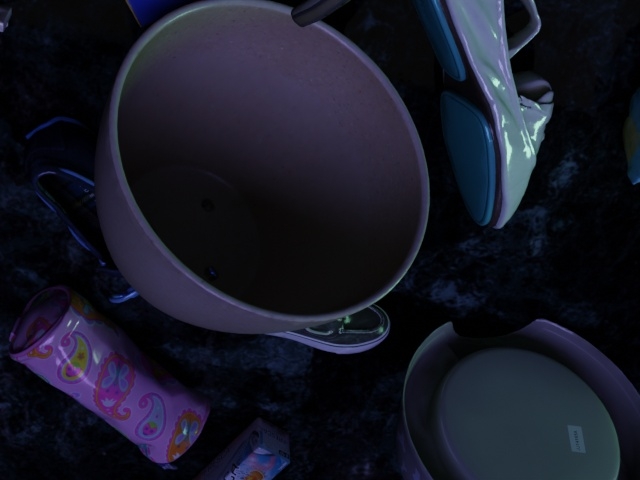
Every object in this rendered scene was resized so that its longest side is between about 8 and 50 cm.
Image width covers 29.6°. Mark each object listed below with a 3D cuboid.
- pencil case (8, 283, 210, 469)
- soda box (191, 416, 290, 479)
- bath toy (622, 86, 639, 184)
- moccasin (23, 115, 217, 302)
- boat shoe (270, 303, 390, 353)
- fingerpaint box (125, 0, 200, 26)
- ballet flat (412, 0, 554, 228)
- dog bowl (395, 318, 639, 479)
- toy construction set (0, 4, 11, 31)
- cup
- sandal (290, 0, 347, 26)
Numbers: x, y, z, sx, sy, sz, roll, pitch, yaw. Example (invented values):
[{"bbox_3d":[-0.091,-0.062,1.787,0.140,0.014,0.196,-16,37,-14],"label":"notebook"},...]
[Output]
[{"bbox_3d":[-0.273,0.180,1.580,0.124,0.124,0.284,-32,124,19],"label":"pencil case"},{"bbox_3d":[-0.121,0.337,1.743,0.058,0.063,0.183,31,119,-24],"label":"soda box"},{"bbox_3d":[0.536,-0.107,1.418,0.348,0.129,0.151,6,160,-8],"label":"bath toy"},{"bbox_3d":[-0.235,0.005,1.449,0.137,0.117,0.342,-37,122,21],"label":"moccasin"},{"bbox_3d":[-0.002,0.090,1.518,0.219,0.078,0.070,9,151,-25],"label":"boat shoe"},{"bbox_3d":[-0.093,-0.467,1.073,0.371,0.163,0.445,-19,126,10],"label":"fingerpaint box"},{"bbox_3d":[0.193,-0.187,1.343,0.139,0.139,0.400,-15,126,7],"label":"ballet flat"},{"bbox_3d":[0.255,0.259,1.553,0.348,0.349,0.102,11,140,-12],"label":"dog bowl"},{"bbox_3d":[-0.447,-0.130,1.311,0.215,0.151,0.328,22,118,10],"label":"toy construction set"},{"bbox_3d":[-0.092,-0.040,1.216,0.331,0.331,0.237,23,148,-20],"label":"cup"},{"bbox_3d":[0.060,-0.315,1.053,0.086,0.120,0.303,36,119,1],"label":"sandal"}]
